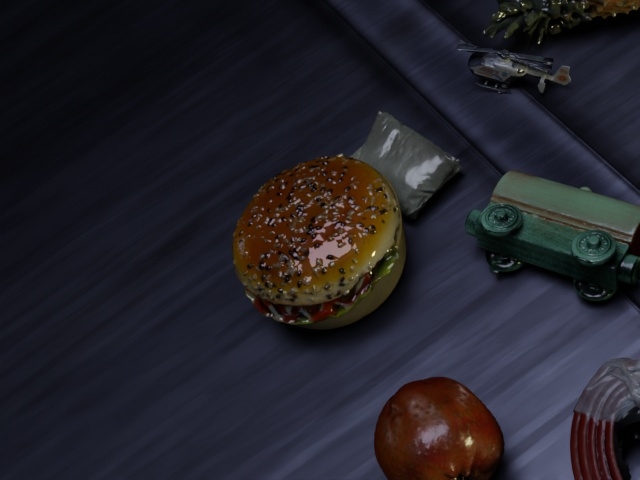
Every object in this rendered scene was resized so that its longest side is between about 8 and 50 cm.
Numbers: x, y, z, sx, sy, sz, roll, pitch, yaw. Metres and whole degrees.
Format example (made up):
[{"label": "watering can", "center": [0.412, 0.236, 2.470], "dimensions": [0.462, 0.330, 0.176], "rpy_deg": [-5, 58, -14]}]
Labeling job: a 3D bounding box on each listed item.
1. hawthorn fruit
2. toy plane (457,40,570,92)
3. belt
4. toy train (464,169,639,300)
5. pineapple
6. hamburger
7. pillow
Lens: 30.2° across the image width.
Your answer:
[{"label": "hawthorn fruit", "center": [0.156, 0.268, 1.665], "dimensions": [0.179, 0.179, 0.200], "rpy_deg": [-28, 48, 4]}, {"label": "toy plane", "center": [0.329, -0.292, 2.025], "dimensions": [0.197, 0.078, 0.053], "rpy_deg": [16, 63, 14]}, {"label": "belt", "center": [0.444, 0.302, 1.557], "dimensions": [0.227, 0.115, 0.324], "rpy_deg": [-24, 52, 5]}, {"label": "toy train", "center": [0.369, -0.020, 1.812], "dimensions": [0.285, 0.116, 0.177], "rpy_deg": [19, 55, 32]}, {"label": "pineapple", "center": [0.436, -0.423, 2.029], "dimensions": [0.340, 0.169, 0.169], "rpy_deg": [-27, 52, 12]}, {"label": "hamburger", "center": [0.000, 0.000, 1.904], "dimensions": [0.300, 0.176, 0.300], "rpy_deg": [-11, 56, 17]}, {"label": "pillow", "center": [0.138, -0.125, 1.994], "dimensions": [0.181, 0.078, 0.134], "rpy_deg": [37, 84, 31]}]
